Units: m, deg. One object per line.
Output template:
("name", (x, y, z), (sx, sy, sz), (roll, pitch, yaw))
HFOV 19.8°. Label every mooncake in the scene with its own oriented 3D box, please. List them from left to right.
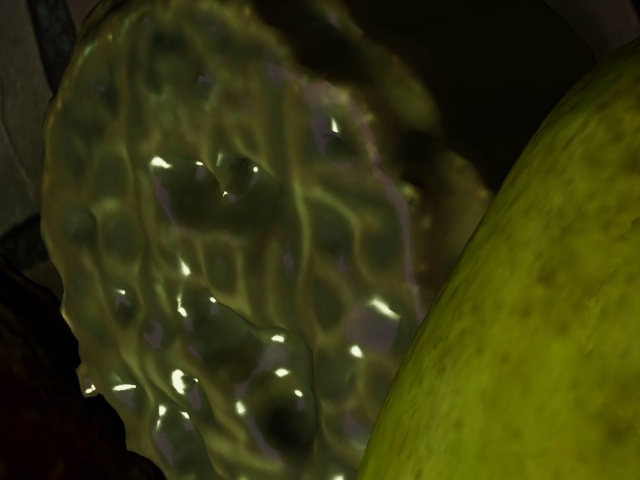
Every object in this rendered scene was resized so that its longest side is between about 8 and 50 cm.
("mooncake", (0.000, 0.000, 0.645), (0.228, 0.124, 0.228), (15, 111, 44))

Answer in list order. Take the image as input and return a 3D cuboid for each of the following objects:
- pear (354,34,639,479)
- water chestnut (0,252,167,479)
("pear", (0.118, 0.102, 0.443), (0.253, 0.253, 0.307), (-2, 82, 49))
("water chestnut", (-0.214, 0.116, 0.816), (0.350, 0.302, 0.350), (13, 133, 15))
